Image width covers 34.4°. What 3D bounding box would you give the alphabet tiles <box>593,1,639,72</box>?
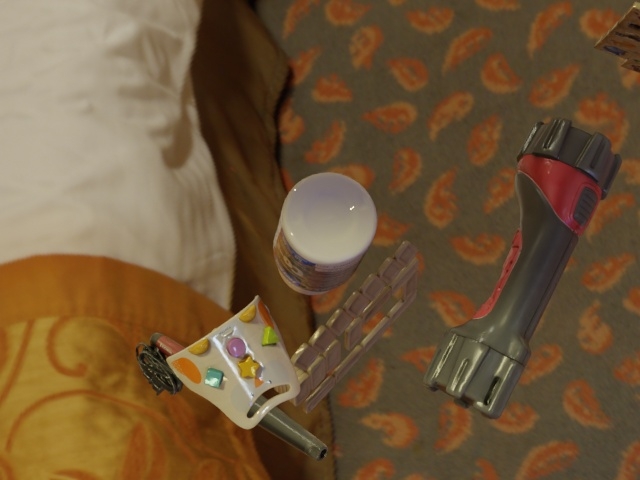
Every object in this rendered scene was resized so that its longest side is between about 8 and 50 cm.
[{"bbox_3d":[0.392,-0.184,1.067,0.198,0.237,0.009,20,92,4],"label":"alphabet tiles"}]

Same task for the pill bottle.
[{"bbox_3d":[0.000,0.000,0.877,0.078,0.137,0.078,2,73,-6],"label":"pill bottle"}]

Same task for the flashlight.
[{"bbox_3d":[0.199,0.026,1.053,0.103,0.103,0.304,28,81,8],"label":"flashlight"}]

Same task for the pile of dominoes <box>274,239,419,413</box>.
[{"bbox_3d":[0.036,0.103,1.337,0.040,0.196,0.251,36,66,21],"label":"pile of dominoes"}]

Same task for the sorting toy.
[{"bbox_3d":[-0.053,0.092,0.740,0.083,0.045,0.075,-35,95,-17],"label":"sorting toy"}]

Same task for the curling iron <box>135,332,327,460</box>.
[{"bbox_3d":[-0.095,0.163,1.077,0.274,0.068,0.035,19,37,37],"label":"curling iron"}]
